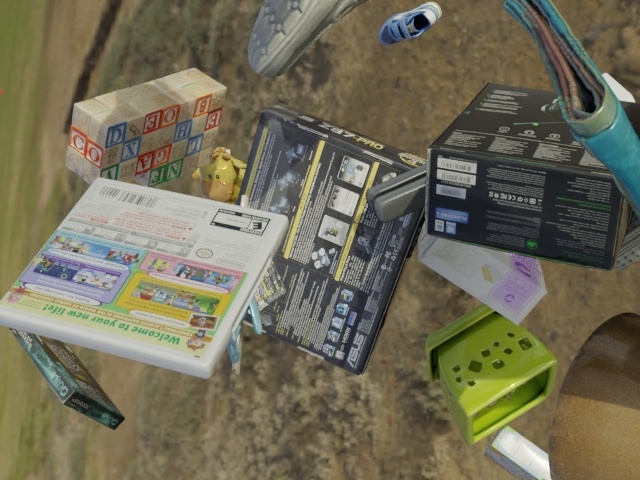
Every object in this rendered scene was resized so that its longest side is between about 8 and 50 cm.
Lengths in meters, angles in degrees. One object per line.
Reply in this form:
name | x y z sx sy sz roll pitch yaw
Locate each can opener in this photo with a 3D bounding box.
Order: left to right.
can opener | 0.211 -0.092 1.442 0.074 0.281 0.093 -122 14 -60

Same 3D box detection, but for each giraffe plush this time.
giraffe plush | -0.208 -0.129 2.005 0.170 0.182 0.210 72 180 -76

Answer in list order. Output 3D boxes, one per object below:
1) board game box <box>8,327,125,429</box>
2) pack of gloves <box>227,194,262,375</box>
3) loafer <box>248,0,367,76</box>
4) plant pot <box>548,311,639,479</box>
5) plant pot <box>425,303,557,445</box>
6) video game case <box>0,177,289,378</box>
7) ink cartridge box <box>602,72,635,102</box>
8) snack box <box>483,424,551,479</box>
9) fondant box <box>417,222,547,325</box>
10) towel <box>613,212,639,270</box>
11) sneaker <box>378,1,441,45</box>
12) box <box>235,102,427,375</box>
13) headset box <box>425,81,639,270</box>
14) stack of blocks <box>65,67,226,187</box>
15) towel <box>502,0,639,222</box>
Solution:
board game box | -0.376 0.195 1.356 0.026 0.126 0.186 -47 52 -4
pack of gloves | -0.098 0.073 1.333 0.195 0.046 0.232 90 -175 -75
loafer | 0.022 -0.341 1.228 0.319 0.112 0.112 -47 45 24
plant pot | 0.416 0.219 0.969 0.254 0.237 0.237 14 96 46
plant pot | 0.353 0.276 1.984 0.207 0.227 0.228 55 170 30
video game case | -0.161 0.026 0.858 0.023 0.213 0.193 86 -158 -45
ink cartridge box | 0.562 -0.218 1.851 0.189 0.066 0.232 -31 41 3
snack box | 0.504 0.541 2.216 0.070 0.207 0.174 -53 -14 -15
fondant box | 0.315 -0.004 1.831 0.096 0.238 0.330 -52 11 26
towel | 0.577 -0.096 1.642 0.324 0.312 0.056 -38 39 32
sneaker | 0.176 -0.438 1.877 0.144 0.053 0.059 -23 26 33
box | 0.000 0.000 1.607 0.097 0.318 0.394 -45 -26 -65
headset box | 0.304 -0.102 1.242 0.283 0.247 0.131 -48 -37 -52
stack of blocks | -0.312 -0.189 1.656 0.087 0.297 0.171 34 127 22
towel | 0.286 -0.043 0.831 0.040 0.370 0.271 -30 32 18
